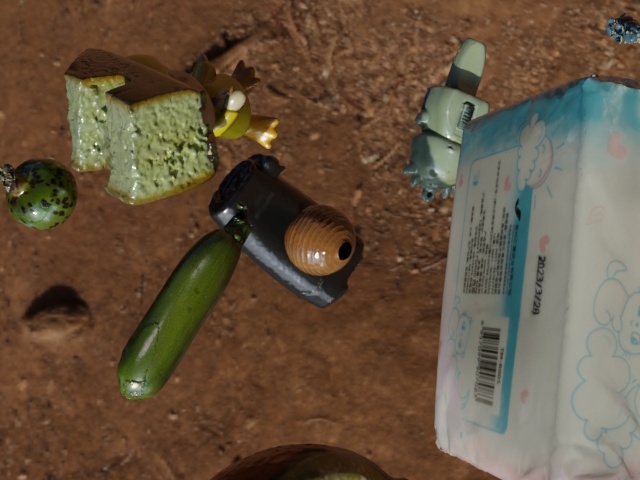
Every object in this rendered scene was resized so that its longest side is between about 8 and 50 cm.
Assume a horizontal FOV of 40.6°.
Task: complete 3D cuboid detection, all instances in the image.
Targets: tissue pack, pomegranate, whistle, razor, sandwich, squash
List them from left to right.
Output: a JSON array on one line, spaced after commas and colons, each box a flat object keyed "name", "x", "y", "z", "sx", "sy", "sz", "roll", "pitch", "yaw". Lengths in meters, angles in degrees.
[{"name": "pomegranate", "x": -0.461, "y": -0.081, "z": 1.385, "sx": 0.122, "sy": 0.161, "sz": 0.122, "roll": -11, "pitch": 67, "yaw": 27}, {"name": "sandwich", "x": -0.240, "y": -0.148, "z": 1.034, "sx": 0.235, "sy": 0.128, "sz": 0.122, "roll": 29, "pitch": 128, "yaw": 38}, {"name": "squash", "x": -0.193, "y": 0.085, "z": 1.259, "sx": 0.087, "sy": 0.087, "sz": 0.331, "roll": 22, "pitch": 75, "yaw": 43}, {"name": "razor", "x": -0.063, "y": -0.018, "z": 1.720, "sx": 0.107, "sy": 0.327, "sz": 0.189, "roll": -6, "pitch": 49, "yaw": 56}, {"name": "whistle", "x": 0.187, "y": -0.173, "z": 1.256, "sx": 0.092, "sy": 0.110, "sz": 0.244, "roll": 13, "pitch": 86, "yaw": 69}, {"name": "tissue pack", "x": 0.173, "y": 0.036, "z": 0.620, "sx": 0.201, "sy": 0.124, "sz": 0.271, "roll": 163, "pitch": 115, "yaw": -78}]

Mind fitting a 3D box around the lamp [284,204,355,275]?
[{"name": "lamp", "x": 0.000, "y": 0.000, "z": 1.615, "sx": 0.136, "sy": 0.136, "sz": 0.136, "roll": -5, "pitch": 82, "yaw": 43}]

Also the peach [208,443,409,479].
[{"name": "peach", "x": -0.042, "y": 0.426, "z": 0.977, "sx": 0.353, "sy": 0.339, "sz": 0.416, "roll": 42, "pitch": 115, "yaw": 34}]

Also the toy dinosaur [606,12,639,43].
[{"name": "toy dinosaur", "x": 0.473, "y": -0.325, "z": 1.330, "sx": 0.083, "sy": 0.047, "sz": 0.030, "roll": -110, "pitch": 14, "yaw": -52}]

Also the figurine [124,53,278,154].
[{"name": "figurine", "x": -0.218, "y": -0.207, "z": 1.436, "sx": 0.215, "sy": 0.343, "sz": 0.187, "roll": 53, "pitch": 126, "yaw": 15}]
